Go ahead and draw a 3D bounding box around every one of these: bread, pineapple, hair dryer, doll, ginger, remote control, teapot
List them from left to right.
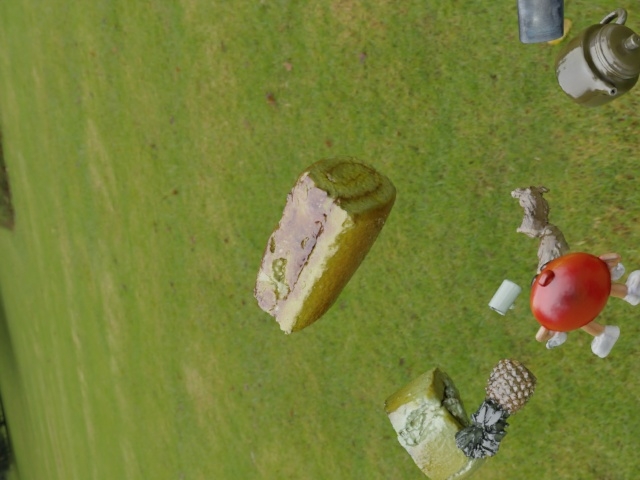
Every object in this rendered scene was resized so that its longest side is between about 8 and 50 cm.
[{"bbox_3d":[0.000,0.000,0.692,0.103,0.132,0.172,35,123,13],"label":"bread"},{"bbox_3d":[0.200,0.318,1.072,0.185,0.124,0.257,60,-175,22],"label":"bread"},{"bbox_3d":[0.263,0.258,0.957,0.074,0.159,0.074,34,167,9],"label":"pineapple"},{"bbox_3d":[0.366,0.121,1.243,0.038,0.124,0.063,35,87,27],"label":"hair dryer"},{"bbox_3d":[0.496,-0.612,1.434,0.377,0.107,0.044,63,-153,-51],"label":"remote control"},{"bbox_3d":[0.631,-0.022,1.811,0.084,0.122,0.289,87,172,-75],"label":"ginger"},{"bbox_3d":[0.394,0.091,0.972,0.183,0.217,0.085,-66,29,15],"label":"doll"},{"bbox_3d":[0.688,-0.443,1.508,0.175,0.186,0.267,-31,40,64],"label":"teapot"}]
